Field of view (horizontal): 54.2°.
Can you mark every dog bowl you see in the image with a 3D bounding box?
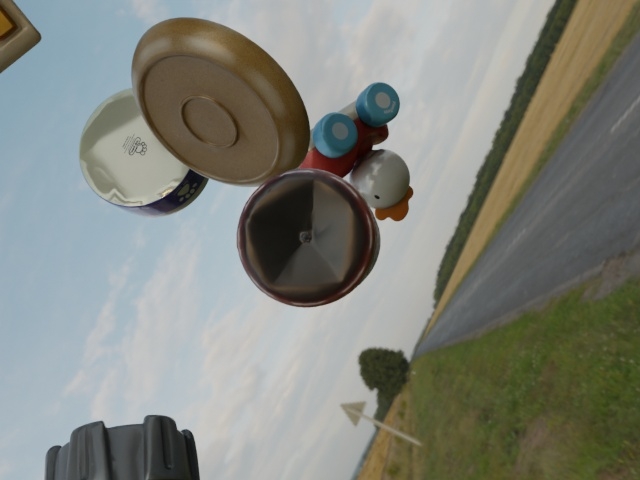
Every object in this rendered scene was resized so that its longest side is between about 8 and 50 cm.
[{"bbox_3d":[-0.368,-0.186,1.329,0.264,0.265,0.104,-64,-13,-4],"label":"dog bowl"}]

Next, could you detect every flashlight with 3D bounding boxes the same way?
[{"bbox_3d":[-0.104,0.259,0.351,0.103,0.103,0.304,73,-179,-54],"label":"flashlight"}]

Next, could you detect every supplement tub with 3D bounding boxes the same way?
[{"bbox_3d":[0.000,0.000,0.544,0.198,0.106,0.106,10,-75,-82],"label":"supplement tub"}]

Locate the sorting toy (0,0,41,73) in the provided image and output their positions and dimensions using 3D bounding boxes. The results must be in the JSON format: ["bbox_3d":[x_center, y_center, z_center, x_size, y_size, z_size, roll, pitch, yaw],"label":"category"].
[{"bbox_3d":[-0.629,-0.383,1.089,0.193,0.208,0.038,-35,21,8],"label":"sorting toy"}]

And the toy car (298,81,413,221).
[{"bbox_3d":[0.076,-0.125,1.153,0.210,0.238,0.219,-38,6,-24],"label":"toy car"}]

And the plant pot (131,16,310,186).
[{"bbox_3d":[-0.127,-0.147,0.742,0.236,0.236,0.032,99,-165,-52],"label":"plant pot"}]
